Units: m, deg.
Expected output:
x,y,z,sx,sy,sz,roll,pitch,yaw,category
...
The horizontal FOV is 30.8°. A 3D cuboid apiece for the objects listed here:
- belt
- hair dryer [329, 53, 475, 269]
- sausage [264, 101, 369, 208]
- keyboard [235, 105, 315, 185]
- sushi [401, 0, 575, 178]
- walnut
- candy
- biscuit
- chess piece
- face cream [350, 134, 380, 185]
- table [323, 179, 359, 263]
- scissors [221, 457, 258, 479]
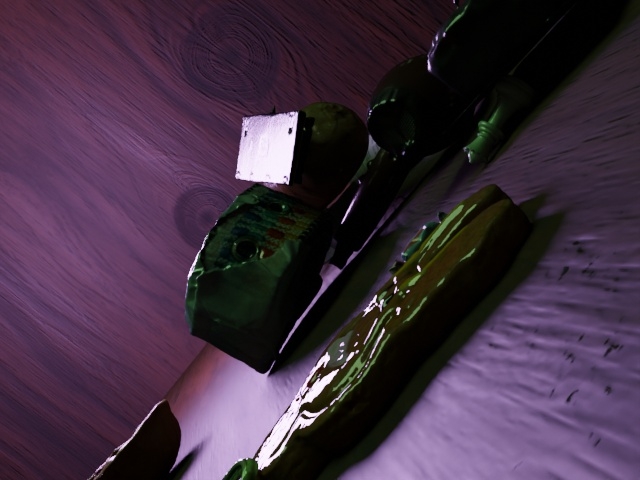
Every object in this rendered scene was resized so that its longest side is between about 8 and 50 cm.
x,y,z,sx,sy,sz,roll,pitch,yaw,category
-0.078,0.043,1.537,0.257,0.150,0.207,-54,-17,-54,belt
0.108,-0.106,1.578,0.340,0.123,0.312,-61,-12,28,hair dryer
-0.022,-0.105,1.763,0.136,0.123,0.501,-58,2,-9,sausage
-0.065,-0.127,1.557,0.317,0.027,0.106,-161,80,-74,keyboard
0.207,-0.260,1.269,0.296,0.100,0.373,-48,-3,41,sushi
-0.266,0.330,1.699,0.211,0.087,0.167,-47,-1,34,walnut
0.092,0.007,1.023,0.083,0.030,0.020,-45,-2,-27,candy
0.039,0.078,0.848,0.295,0.044,0.186,-50,2,7,biscuit
0.172,-0.115,1.141,0.093,0.042,0.042,-56,4,-7,chess piece
0.107,-0.142,1.835,0.082,0.082,0.269,-53,5,-22,face cream
0.000,0.000,1.884,0.175,0.062,0.146,-51,3,-24,table
-0.092,0.249,0.807,0.187,0.020,0.133,-54,19,14,scissors
